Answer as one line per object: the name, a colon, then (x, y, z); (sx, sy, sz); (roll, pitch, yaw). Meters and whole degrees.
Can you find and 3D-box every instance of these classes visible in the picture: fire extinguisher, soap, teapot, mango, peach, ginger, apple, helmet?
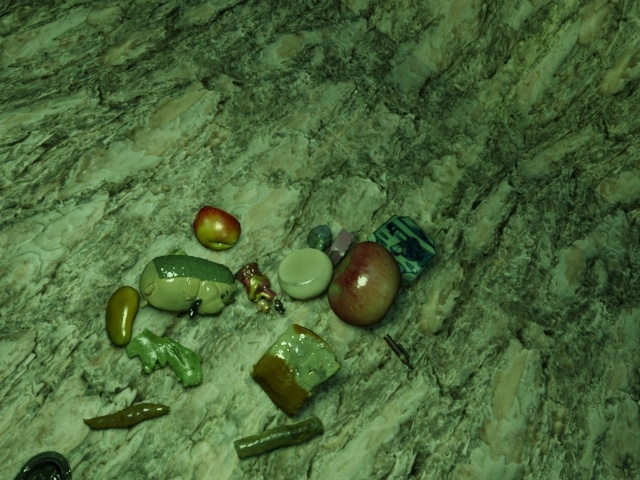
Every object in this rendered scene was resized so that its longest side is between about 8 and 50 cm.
fire extinguisher: (0.331, 0.462, 1.791); (0.173, 0.035, 0.049); (52, 23, 13)
soap: (0.069, 0.045, 1.832); (0.065, 0.203, 0.122); (30, 60, 1)
teapot: (-0.007, -0.008, 1.893); (0.111, 0.108, 0.149); (38, 59, 7)
mango: (-0.706, 0.268, 1.529); (0.099, 0.136, 0.228); (29, 40, -45)
peach: (-0.422, -0.059, 1.758); (0.190, 0.190, 0.193); (-5, 65, -19)
ginger: (-0.550, 0.419, 1.526); (0.289, 0.089, 0.137); (24, 41, -8)
apple: (0.192, 0.185, 1.735); (0.269, 0.345, 0.345); (35, 59, -8)
helmet: (-0.814, 0.734, 1.270); (0.153, 0.107, 0.177); (-7, 46, -17)

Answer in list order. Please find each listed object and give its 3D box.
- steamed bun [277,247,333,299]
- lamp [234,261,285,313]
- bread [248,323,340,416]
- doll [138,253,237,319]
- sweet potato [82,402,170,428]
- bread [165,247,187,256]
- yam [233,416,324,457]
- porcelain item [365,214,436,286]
steamed bun: (-0.057, 0.148, 1.760); (0.231, 0.145, 0.232); (-11, 42, 10)
lamp: (-0.240, 0.205, 1.715); (0.118, 0.118, 0.253); (-30, 78, -27)
bread: (-0.083, 0.455, 1.540); (0.250, 0.279, 0.225); (44, 46, 8)
doll: (-0.483, 0.174, 1.596); (0.349, 0.247, 0.247); (3, 61, -33)
sweet potato: (-0.641, 0.584, 1.423); (0.273, 0.067, 0.067); (-5, 65, -17)
bread: (-0.556, 0.105, 1.729); (0.139, 0.084, 0.074); (54, 56, -21)
yam: (-0.143, 0.692, 1.507); (0.317, 0.071, 0.067); (-9, 29, -20)
porcelain item: (0.359, 0.044, 1.947); (0.285, 0.157, 0.281); (-36, 76, -29)
